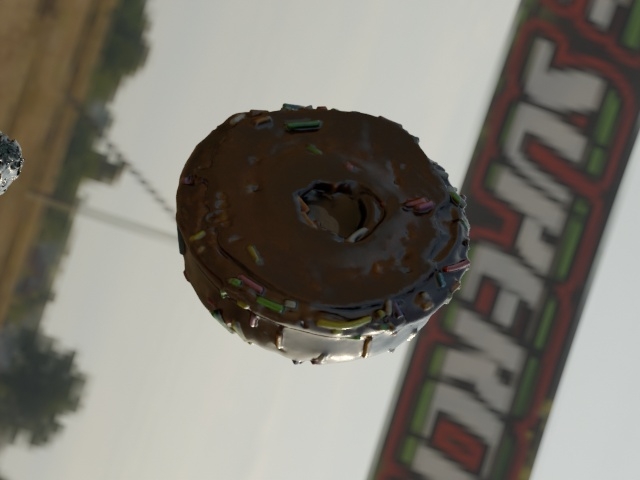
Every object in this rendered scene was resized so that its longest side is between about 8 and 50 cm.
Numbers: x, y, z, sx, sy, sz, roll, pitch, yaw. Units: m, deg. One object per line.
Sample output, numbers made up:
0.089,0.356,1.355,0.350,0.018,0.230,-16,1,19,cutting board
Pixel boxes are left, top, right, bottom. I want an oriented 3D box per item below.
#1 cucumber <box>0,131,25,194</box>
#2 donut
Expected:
-0.230,-0.032,1.237,0.181,0.053,0.053,-25,-135,56,cucumber
0.000,0.000,1.503,0.089,0.235,0.235,107,-5,-45,donut
